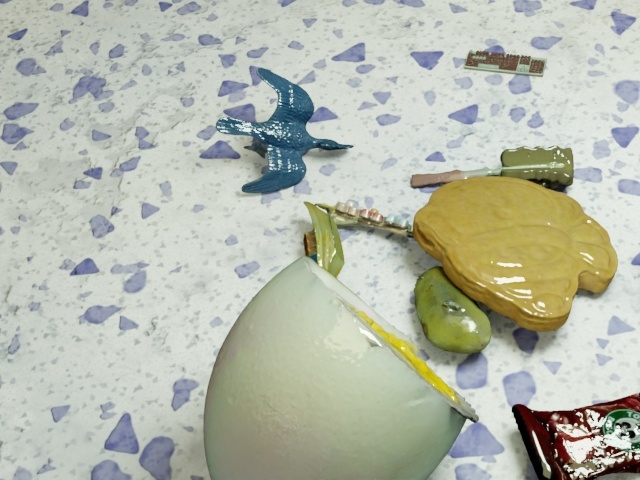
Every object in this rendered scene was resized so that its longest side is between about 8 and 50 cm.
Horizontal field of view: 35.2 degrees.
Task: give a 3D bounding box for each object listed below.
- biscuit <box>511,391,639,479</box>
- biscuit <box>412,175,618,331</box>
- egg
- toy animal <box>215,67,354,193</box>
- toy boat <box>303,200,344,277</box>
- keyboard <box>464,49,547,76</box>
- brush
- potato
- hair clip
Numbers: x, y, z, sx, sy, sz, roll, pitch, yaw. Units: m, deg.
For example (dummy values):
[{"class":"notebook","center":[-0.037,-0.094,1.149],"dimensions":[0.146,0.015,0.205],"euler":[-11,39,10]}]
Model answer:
[{"class":"biscuit","center":[0.413,0.293,1.482],"dimensions":[0.235,0.063,0.151],"euler":[-9,48,-2]},{"class":"biscuit","center":[0.339,0.003,1.713],"dimensions":[0.312,0.057,0.351],"euler":[-16,47,-22]},{"class":"egg","center":[-0.014,0.251,1.427],"dimensions":[0.340,0.354,0.354],"euler":[-47,53,3]},{"class":"toy animal","center":[-0.072,-0.207,1.952],"dimensions":[0.255,0.239,0.176],"euler":[4,-2,-43]},{"class":"toy boat","center":[0.000,0.000,1.810],"dimensions":[0.066,0.065,0.172],"euler":[-20,56,14]},{"class":"keyboard","center":[0.387,-0.373,2.111],"dimensions":[0.166,0.017,0.055],"euler":[9,50,17]},{"class":"brush","center":[0.317,-0.128,1.877],"dimensions":[0.301,0.071,0.084],"euler":[-4,51,14]},{"class":"potato","center":[0.211,0.113,1.665],"dimensions":[0.105,0.085,0.188],"euler":[-11,43,-8]},{"class":"hair clip","center":[0.085,-0.041,1.844],"dimensions":[0.214,0.062,0.056],"euler":[8,81,23]}]
